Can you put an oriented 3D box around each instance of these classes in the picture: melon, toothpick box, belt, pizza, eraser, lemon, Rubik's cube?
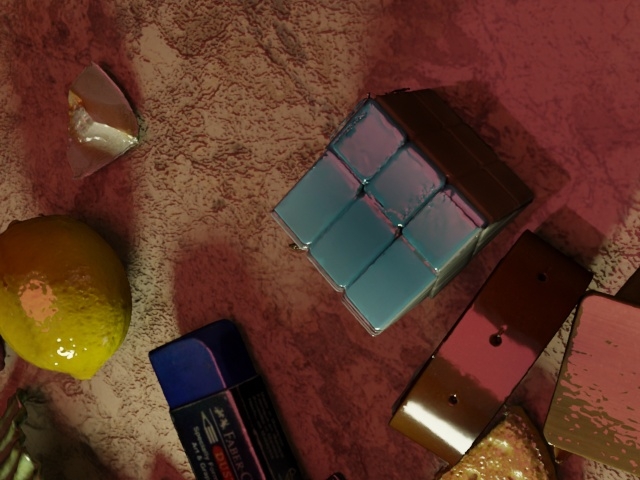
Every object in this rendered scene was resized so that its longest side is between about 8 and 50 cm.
[{"bbox_3d":[-0.360,-0.180,1.646,0.140,0.093,0.202,19,113,14],"label":"melon"},{"bbox_3d":[0.408,0.136,1.195,0.190,0.308,0.187,17,107,22],"label":"toothpick box"},{"bbox_3d":[0.219,0.148,1.350,0.122,0.217,0.338,35,110,10],"label":"belt"},{"bbox_3d":[0.251,0.372,1.467,0.197,0.058,0.292,0,99,28],"label":"pizza"},{"bbox_3d":[-0.147,0.301,1.626,0.155,0.102,0.332,-24,88,30],"label":"eraser"},{"bbox_3d":[-0.430,0.086,1.658,0.236,0.236,0.263,-32,112,28],"label":"lemon"},{"bbox_3d":[0.111,-0.048,1.357,0.224,0.221,0.231,48,117,10],"label":"Rubik's cube"}]

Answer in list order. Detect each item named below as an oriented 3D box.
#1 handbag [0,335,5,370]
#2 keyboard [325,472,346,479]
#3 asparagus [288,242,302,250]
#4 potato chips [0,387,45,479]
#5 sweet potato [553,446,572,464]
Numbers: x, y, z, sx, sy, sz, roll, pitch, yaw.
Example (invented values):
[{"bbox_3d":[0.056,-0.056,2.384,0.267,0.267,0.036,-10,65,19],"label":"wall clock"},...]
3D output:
[{"bbox_3d":[-0.693,0.171,1.856,0.225,0.146,0.135,15,112,23],"label":"handbag"},{"bbox_3d":[0.066,0.483,1.603,0.094,0.025,0.230,-43,80,24],"label":"keyboard"},{"bbox_3d":[0.000,0.000,1.542,0.114,0.014,0.015,-16,59,28],"label":"asparagus"},{"bbox_3d":[-0.576,0.486,1.792,0.389,0.097,0.373,-60,40,16],"label":"potato chips"},{"bbox_3d":[0.354,0.209,1.382,0.058,0.055,0.202,18,107,22],"label":"sweet potato"}]
